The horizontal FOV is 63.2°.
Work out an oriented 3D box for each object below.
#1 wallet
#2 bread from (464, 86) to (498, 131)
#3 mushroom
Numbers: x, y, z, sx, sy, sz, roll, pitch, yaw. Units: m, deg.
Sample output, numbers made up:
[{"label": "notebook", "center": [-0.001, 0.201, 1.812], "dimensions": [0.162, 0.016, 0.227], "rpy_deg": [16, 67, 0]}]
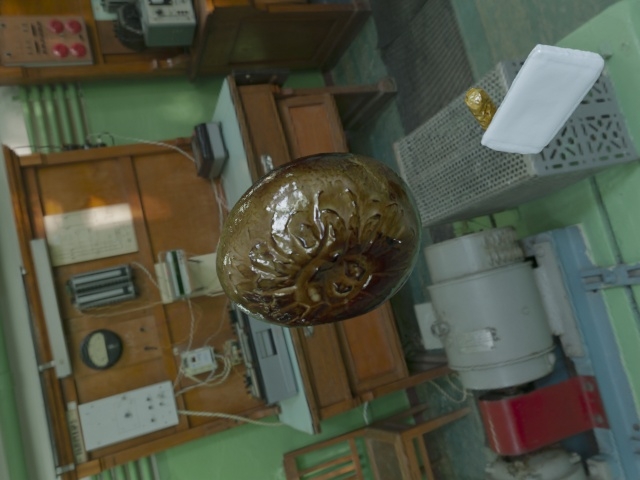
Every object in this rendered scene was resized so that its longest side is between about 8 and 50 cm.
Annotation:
[{"label": "wallet", "center": [0.335, -0.210, 0.799], "dimensions": [0.183, 0.124, 0.032], "rpy_deg": [109, 159, -50]}, {"label": "bread", "center": [0.336, -0.249, 1.043], "dimensions": [0.044, 0.157, 0.052], "rpy_deg": [-29, 48, 27]}, {"label": "mushroom", "center": [0.004, 0.014, 0.720], "dimensions": [0.278, 0.296, 0.163], "rpy_deg": [91, 161, -52]}]
